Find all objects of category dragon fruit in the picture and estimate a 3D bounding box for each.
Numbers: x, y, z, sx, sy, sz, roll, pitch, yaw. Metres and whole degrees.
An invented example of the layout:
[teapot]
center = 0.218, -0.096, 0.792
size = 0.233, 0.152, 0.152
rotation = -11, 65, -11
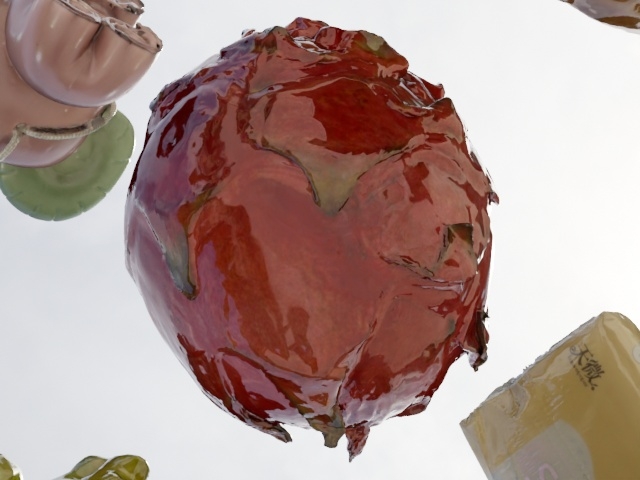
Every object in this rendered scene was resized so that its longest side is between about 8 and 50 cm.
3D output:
[dragon fruit]
center = -0.004, -0.009, 0.794
size = 0.241, 0.252, 0.241
rotation = 5, -145, -4

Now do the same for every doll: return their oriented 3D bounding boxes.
[doll]
center = -0.298, -0.150, 1.339
size = 0.284, 0.268, 0.216
rotation = 25, -159, -29

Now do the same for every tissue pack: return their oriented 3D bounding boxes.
[tissue pack]
center = 0.237, 0.195, 1.097
size = 0.090, 0.186, 0.222
rotation = 12, -137, -52

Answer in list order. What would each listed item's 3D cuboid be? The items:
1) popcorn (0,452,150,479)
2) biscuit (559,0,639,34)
[popcorn]
center = -0.194, 0.321, 0.982
size = 0.326, 0.321, 0.290
rotation = 36, -132, 16
[biscuit]
center = 0.145, -0.331, 0.760
size = 0.350, 0.078, 0.455
rotation = 3, -111, -44
